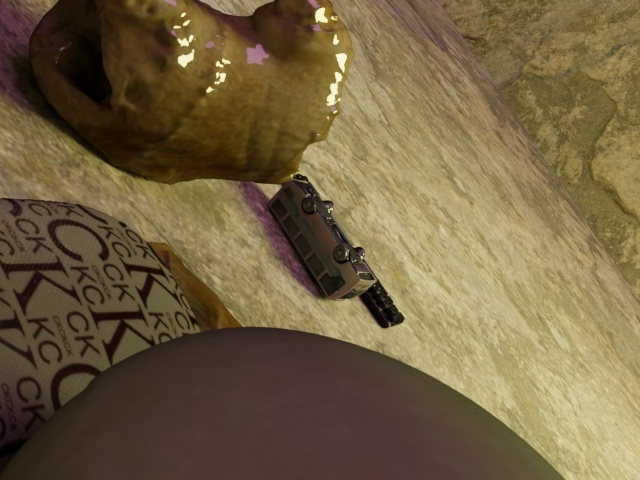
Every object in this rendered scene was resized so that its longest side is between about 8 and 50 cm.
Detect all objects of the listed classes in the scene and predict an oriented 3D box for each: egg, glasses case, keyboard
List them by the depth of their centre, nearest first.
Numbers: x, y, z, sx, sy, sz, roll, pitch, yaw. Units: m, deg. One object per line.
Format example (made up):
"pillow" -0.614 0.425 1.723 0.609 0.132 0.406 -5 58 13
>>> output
"egg" -0.007 0.182 0.407 0.278 0.278 0.336 36 26 -37
"glasses case" -0.183 0.051 0.489 0.354 0.085 0.137 -6 60 -56
"keyboard" 0.026 0.008 1.201 0.195 0.018 0.060 55 16 10

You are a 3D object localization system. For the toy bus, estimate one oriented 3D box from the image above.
"toy bus" 0.000 0.000 1.101 0.037 0.052 0.131 6 46 -58

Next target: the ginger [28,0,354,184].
"ginger" -0.092 -0.138 0.921 0.275 0.221 0.130 39 31 -55

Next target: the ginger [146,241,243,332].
"ginger" -0.062 0.111 0.719 0.294 0.086 0.131 51 14 -14
